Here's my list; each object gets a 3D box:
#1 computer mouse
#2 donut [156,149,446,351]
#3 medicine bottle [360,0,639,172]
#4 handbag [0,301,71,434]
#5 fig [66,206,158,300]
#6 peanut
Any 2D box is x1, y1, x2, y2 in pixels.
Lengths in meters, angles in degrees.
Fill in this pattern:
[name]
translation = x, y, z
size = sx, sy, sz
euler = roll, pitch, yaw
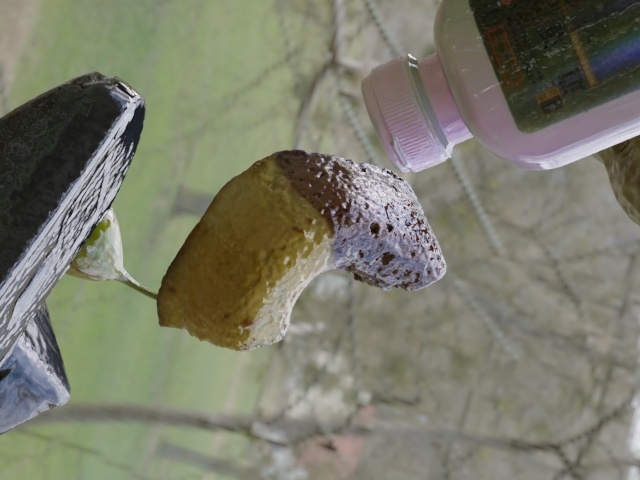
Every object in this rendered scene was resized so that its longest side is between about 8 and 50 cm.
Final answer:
[computer mouse]
translation = -0.192, 0.012, 0.940
size = 0.270, 0.086, 0.137
euler = -57, 177, -27
[donut]
translation = 0.000, 0.000, 1.638
size = 0.112, 0.295, 0.151
euler = 44, -36, 42
[medicine bottle]
translation = 0.132, -0.104, 0.959
size = 0.078, 0.219, 0.115
euler = 15, 53, -75
[handbag]
translation = -0.286, 0.053, 1.190
size = 0.181, 0.181, 0.254
euler = 57, 4, -41
[fig]
translation = -0.226, 0.019, 1.793
size = 0.093, 0.166, 0.093
euler = -35, 178, -1
[peanut]
translation = 0.343, -0.103, 1.846
size = 0.298, 0.120, 0.136
euler = -111, 175, -51
